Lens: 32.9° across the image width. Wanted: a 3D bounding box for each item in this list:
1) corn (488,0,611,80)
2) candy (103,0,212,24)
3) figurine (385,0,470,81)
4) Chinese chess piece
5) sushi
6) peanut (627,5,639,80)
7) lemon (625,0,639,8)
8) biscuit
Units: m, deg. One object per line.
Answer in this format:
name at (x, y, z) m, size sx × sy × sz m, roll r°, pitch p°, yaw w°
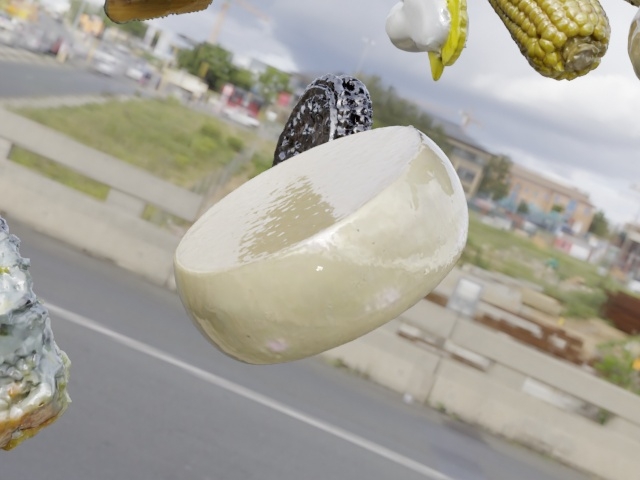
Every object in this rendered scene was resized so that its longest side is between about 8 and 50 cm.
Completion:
corn at (0.177, -0.231, 0.940) m, size 0.080 × 0.080 × 0.231 m, roll 19°, pitch 38°, yaw -42°
candy at (-0.174, -0.381, 1.239) m, size 0.143 × 0.271 × 0.101 m, roll -7°, pitch 30°, yaw -29°
figurine at (0.114, -0.249, 1.105) m, size 0.109 × 0.178 × 0.129 m, roll 10°, pitch -6°, yaw -29°
Chinese chess piece at (0.000, 0.000, 0.961) m, size 0.102 × 0.273 × 0.273 m, roll 63°, pitch -12°, yaw -20°
sushi at (-0.339, 0.074, 1.050) m, size 0.274 × 0.139 × 0.184 m, roll 46°, pitch -27°, yaw 35°
peanut at (0.379, -0.206, 1.103) m, size 0.109 × 0.141 × 0.159 m, roll 12°, pitch 4°, yaw -7°
lemon at (0.436, -0.411, 1.206) m, size 0.336 × 0.336 × 0.336 m, roll 22°, pitch 3°, yaw -1°
biscuit at (0.000, -0.097, 1.232) m, size 0.053 × 0.195 × 0.194 m, roll 12°, pitch 8°, yaw -24°
